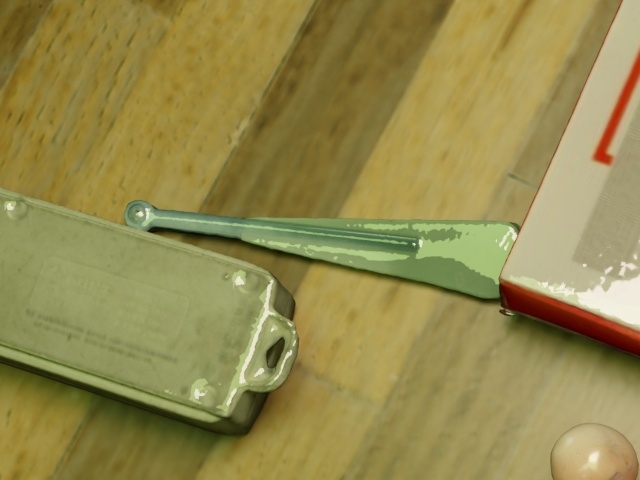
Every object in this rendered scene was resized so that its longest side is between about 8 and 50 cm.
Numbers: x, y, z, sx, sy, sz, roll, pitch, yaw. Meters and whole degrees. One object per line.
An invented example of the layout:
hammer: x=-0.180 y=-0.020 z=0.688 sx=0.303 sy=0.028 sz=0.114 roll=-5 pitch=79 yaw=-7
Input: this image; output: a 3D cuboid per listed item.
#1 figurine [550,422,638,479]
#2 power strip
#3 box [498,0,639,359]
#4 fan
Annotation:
figurine: x=0.162 y=0.144 z=0.772 sx=0.276 sy=0.133 sz=0.200 roll=-31 pitch=67 yaw=1
power strip: x=-0.133 y=0.022 z=0.914 sx=0.272 sy=0.052 sz=0.078 roll=16 pitch=78 yaw=15
box: x=0.176 y=-0.055 z=0.860 sx=0.123 sy=0.050 sz=0.229 roll=22 pitch=75 yaw=16
fan: x=0.000 y=0.000 z=0.909 sx=0.193 sy=0.016 sz=0.038 roll=6 pitch=78 yaw=14
